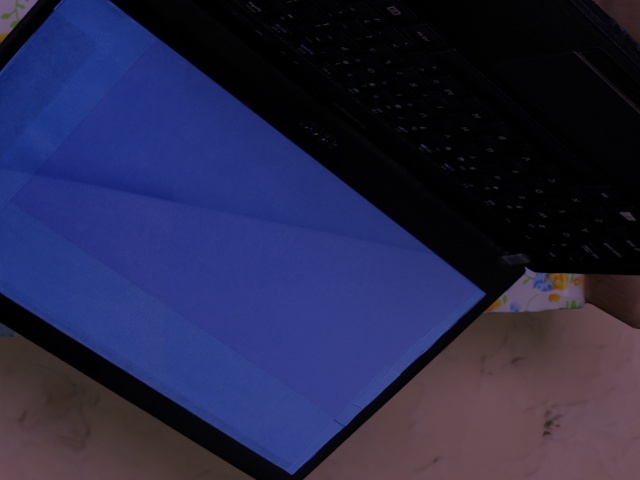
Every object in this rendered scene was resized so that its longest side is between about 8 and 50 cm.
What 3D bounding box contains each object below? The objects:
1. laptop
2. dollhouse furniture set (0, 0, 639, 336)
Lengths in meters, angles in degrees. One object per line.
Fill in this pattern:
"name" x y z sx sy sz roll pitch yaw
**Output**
"laptop" 0.000 0.000 0.498 0.234 0.264 0.136 36 72 -27
"dollhouse furniture set" -0.019 -0.131 0.582 0.362 0.256 0.394 -1 100 -9
